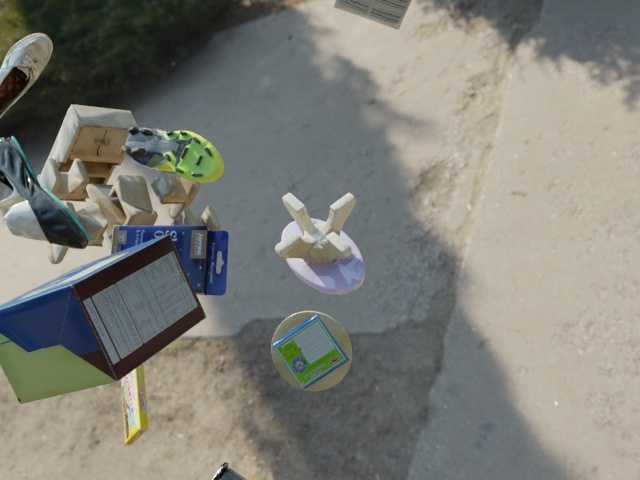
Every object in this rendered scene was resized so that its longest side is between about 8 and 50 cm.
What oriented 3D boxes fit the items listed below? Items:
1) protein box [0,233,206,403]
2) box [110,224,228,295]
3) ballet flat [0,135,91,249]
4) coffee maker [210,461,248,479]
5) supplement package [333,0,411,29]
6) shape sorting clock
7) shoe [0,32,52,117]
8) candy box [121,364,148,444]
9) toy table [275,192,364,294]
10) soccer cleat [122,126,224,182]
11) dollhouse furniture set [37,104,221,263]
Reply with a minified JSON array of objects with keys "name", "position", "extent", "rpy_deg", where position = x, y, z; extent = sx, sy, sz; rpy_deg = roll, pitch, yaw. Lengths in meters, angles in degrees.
[{"name":"protein box","position":[-0.310,0.106,1.043],"extent":[0.199,0.136,0.201],"rpy_deg":[-17,10,31]},{"name":"box","position":[-0.293,0.038,1.456],"extent":[0.225,0.036,0.137],"rpy_deg":[0,72,1]},{"name":"ballet flat","position":[-0.487,-0.062,1.249],"extent":[0.096,0.095,0.280],"rpy_deg":[-35,60,-19]},{"name":"coffee maker","position":[-0.122,0.464,1.163],"extent":[0.178,0.120,0.171],"rpy_deg":[31,79,9]},{"name":"supplement package","position":[0.135,-0.567,1.479],"extent":[0.203,0.149,0.194],"rpy_deg":[119,170,-72]},{"name":"shape sorting clock","position":[-0.022,0.276,1.881],"extent":[0.206,0.206,0.040],"rpy_deg":[-29,-2,16]},{"name":"shoe","position":[-0.586,-0.305,1.445],"extent":[0.058,0.076,0.219],"rpy_deg":[33,81,34]},{"name":"candy box","position":[-0.459,0.384,1.847],"extent":[0.105,0.027,0.206],"rpy_deg":[-45,47,40]},{"name":"toy table","position":[0.000,0.000,1.972],"extent":[0.274,0.161,0.252],"rpy_deg":[30,63,26]},{"name":"soccer cleat","position":[-0.291,-0.178,1.577],"extent":[0.289,0.121,0.094],"rpy_deg":[18,87,36]},{"name":"dollhouse furniture set","position":[-0.505,-0.088,1.786],"extent":[0.256,0.362,0.394],"rpy_deg":[-52,55,35]}]
